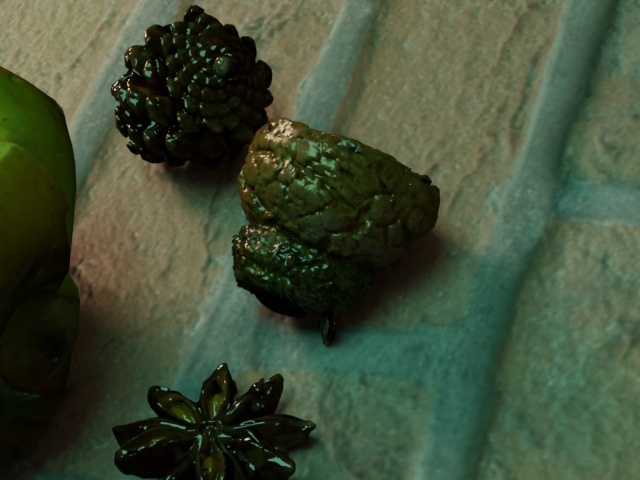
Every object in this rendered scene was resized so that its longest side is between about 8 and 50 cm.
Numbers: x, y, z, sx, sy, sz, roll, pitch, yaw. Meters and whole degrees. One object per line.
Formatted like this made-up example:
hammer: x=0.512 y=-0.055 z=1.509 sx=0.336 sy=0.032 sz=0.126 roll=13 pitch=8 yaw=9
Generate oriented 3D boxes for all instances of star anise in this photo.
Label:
star anise: x=-0.095 y=0.193 z=1.405 sx=0.177 sy=0.073 sz=0.234 roll=-2 pitch=33 yaw=8

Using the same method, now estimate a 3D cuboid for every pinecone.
pinecone: x=-0.133 y=-0.141 z=1.673 sx=0.174 sy=0.173 sz=0.173 roll=-10 pitch=48 yaw=12

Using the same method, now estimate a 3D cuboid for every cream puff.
cream puff: x=0.000 y=0.000 z=1.506 sx=0.183 sy=0.183 sz=0.169 roll=17 pitch=80 yaw=31

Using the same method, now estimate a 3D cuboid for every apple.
apple: x=-0.355 y=0.016 z=1.475 sx=0.384 sy=0.374 sz=0.374 roll=-45 pitch=50 yaw=-12
